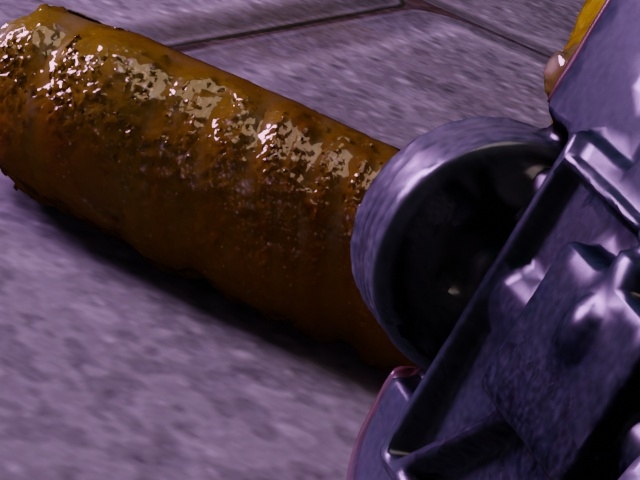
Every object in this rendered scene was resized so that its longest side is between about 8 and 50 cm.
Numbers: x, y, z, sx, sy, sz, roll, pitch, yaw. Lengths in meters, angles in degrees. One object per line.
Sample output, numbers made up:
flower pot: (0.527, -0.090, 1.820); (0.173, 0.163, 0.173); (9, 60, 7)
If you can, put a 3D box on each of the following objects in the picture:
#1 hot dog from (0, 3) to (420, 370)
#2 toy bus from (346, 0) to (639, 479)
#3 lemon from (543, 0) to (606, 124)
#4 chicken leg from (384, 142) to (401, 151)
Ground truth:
hot dog: (0.000, -0.001, 0.704); (0.289, 0.083, 0.068); (24, 38, 13)
toy bus: (0.195, -0.039, 0.476); (0.233, 0.427, 0.203); (25, 15, -25)
lemon: (0.205, -0.050, 0.876); (0.256, 0.188, 0.188); (16, 18, -32)
chicken leg: (0.072, 0.011, 0.790); (0.205, 0.053, 0.093); (38, 11, 35)
